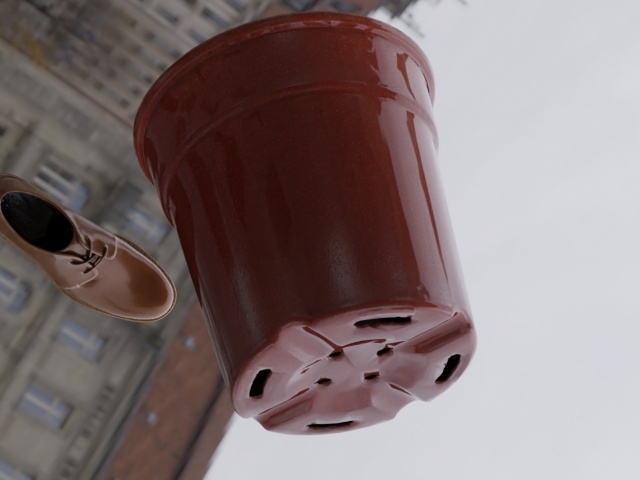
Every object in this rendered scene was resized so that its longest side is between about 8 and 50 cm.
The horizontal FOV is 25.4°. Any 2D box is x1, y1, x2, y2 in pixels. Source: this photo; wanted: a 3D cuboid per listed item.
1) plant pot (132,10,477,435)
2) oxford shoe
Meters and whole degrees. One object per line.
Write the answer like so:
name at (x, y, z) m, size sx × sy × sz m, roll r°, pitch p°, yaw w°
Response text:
plant pot at (0.000, 0.000, 1.178) m, size 0.272 × 0.272 × 0.265 m, roll -43°, pitch -131°, yaw 35°
oxford shoe at (-0.218, 0.016, 1.296) m, size 0.076 × 0.212 × 0.076 m, roll -60°, pitch -157°, yaw -7°
